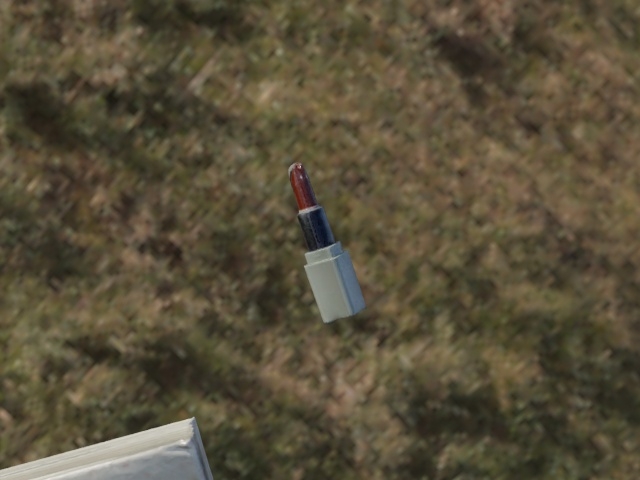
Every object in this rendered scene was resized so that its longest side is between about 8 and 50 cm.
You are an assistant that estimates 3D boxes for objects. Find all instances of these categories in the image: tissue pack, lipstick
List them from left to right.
[{"bbox_3d":[-0.087,0.099,0.570,0.023,0.108,0.056,-109,-175,-68],"label":"tissue pack"},{"bbox_3d":[0.000,0.000,1.119,0.025,0.025,0.107,-30,104,-63],"label":"lipstick"}]
